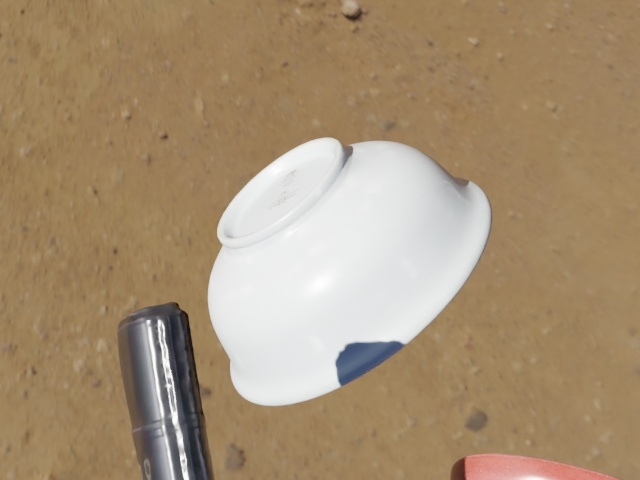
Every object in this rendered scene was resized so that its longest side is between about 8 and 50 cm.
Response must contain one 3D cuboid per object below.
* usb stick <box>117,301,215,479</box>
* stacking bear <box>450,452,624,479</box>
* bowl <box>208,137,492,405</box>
[{"bbox_3d":[-0.084,0.176,0.808,0.045,0.077,0.278,-7,80,-22],"label":"usb stick"},{"bbox_3d":[0.154,0.341,1.078,0.164,0.175,0.289,18,64,-1],"label":"stacking bear"},{"bbox_3d":[0.000,0.000,1.190,0.298,0.298,0.134,-37,113,5],"label":"bowl"}]
